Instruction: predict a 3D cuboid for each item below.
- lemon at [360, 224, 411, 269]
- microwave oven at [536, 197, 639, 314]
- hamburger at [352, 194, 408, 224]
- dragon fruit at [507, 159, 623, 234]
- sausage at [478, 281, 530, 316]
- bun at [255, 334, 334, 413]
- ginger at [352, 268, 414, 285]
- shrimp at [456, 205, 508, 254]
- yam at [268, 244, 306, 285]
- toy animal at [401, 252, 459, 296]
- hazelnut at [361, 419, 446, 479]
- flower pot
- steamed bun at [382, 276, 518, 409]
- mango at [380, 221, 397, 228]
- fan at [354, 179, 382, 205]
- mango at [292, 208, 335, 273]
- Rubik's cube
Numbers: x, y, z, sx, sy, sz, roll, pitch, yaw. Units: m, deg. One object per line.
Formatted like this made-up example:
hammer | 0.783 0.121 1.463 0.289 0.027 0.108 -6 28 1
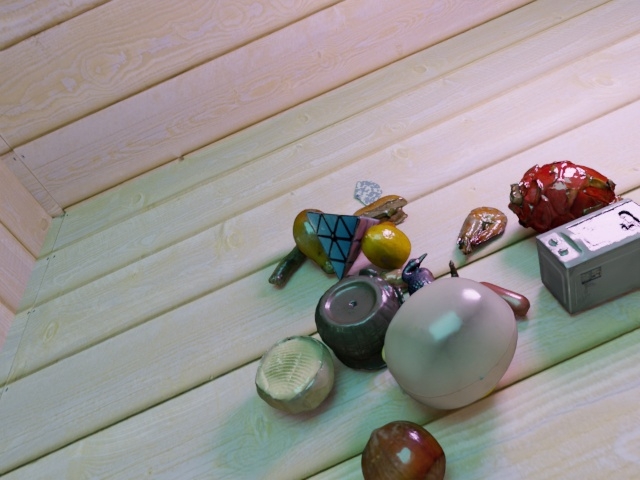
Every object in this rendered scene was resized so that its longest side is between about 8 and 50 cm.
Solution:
lemon | 0.245 0.022 1.786 0.170 0.207 0.170 -54 19 28
microwave oven | 0.823 0.042 1.416 0.295 0.238 0.181 -24 37 3
hamburger | 0.240 -0.115 2.016 0.261 0.124 0.131 -23 36 1
dragon fruit | 0.816 -0.138 1.613 0.342 0.278 0.277 8 45 11
sausage | 0.572 0.185 1.517 0.194 0.077 0.077 22 57 44
bun | -0.068 0.429 1.504 0.259 0.152 0.259 -18 37 14
ginger | 0.242 0.142 1.750 0.287 0.075 0.089 -8 44 15
shrimp | 0.599 -0.037 1.783 0.154 0.062 0.294 18 52 34
yam | -0.111 0.074 2.024 0.071 0.067 0.317 0 41 45
toy animal | 0.384 0.164 1.597 0.185 0.122 0.298 -23 53 12
hazelnut | 0.203 0.554 1.176 0.214 0.176 0.214 -1 61 2
flower pot | 0.139 0.251 1.556 0.301 0.213 0.302 -14 39 12
steamed bun | 0.357 0.278 1.321 0.374 0.334 0.334 -39 40 -13
mango | 0.264 -0.028 1.950 0.114 0.060 0.080 -35 52 -16
fan | 0.225 -0.227 2.253 0.131 0.009 0.240 -21 37 4
mango | 0.000 0.000 1.961 0.192 0.146 0.316 -20 58 -19
Rubik's cube | 0.101 -0.026 1.843 0.228 0.228 0.233 -30 34 17
